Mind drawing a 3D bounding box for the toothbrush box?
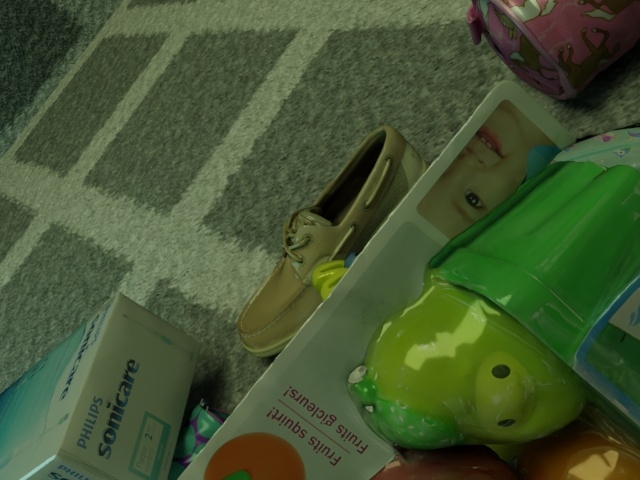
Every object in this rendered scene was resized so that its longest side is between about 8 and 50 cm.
[{"bbox_3d":[-0.290,0.231,0.842,0.295,0.126,0.216,-38,28,31],"label":"toothbrush box"}]

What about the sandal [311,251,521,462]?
[{"bbox_3d":[0.097,0.070,0.656,0.138,0.126,0.317,-39,33,1],"label":"sandal"}]

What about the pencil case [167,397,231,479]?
[{"bbox_3d":[-0.145,0.251,0.792,0.151,0.064,0.070,-57,22,-10],"label":"pencil case"}]

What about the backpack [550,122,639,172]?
[{"bbox_3d":[0.234,-0.020,0.611,0.182,0.152,0.115,-19,50,15],"label":"backpack"}]

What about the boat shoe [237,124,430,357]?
[{"bbox_3d":[0.000,0.000,0.837,0.302,0.098,0.109,-47,34,1],"label":"boat shoe"}]

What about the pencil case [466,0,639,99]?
[{"bbox_3d":[0.332,-0.321,0.749,0.386,0.160,0.167,-44,18,7],"label":"pencil case"}]

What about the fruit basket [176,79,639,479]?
[{"bbox_3d":[0.115,0.143,0.427,0.353,0.327,0.165,-52,15,-9],"label":"fruit basket"}]
